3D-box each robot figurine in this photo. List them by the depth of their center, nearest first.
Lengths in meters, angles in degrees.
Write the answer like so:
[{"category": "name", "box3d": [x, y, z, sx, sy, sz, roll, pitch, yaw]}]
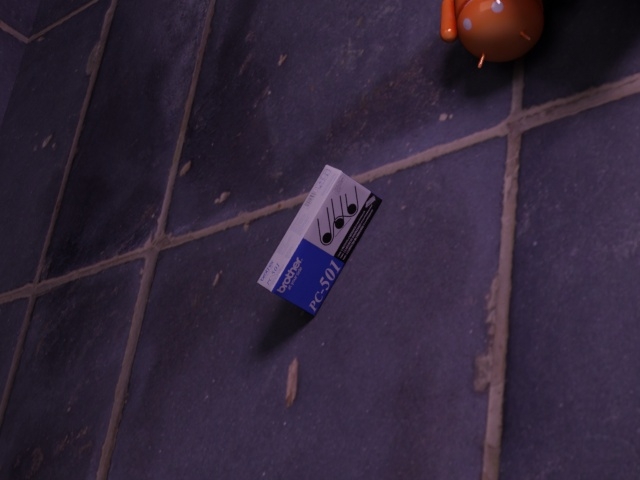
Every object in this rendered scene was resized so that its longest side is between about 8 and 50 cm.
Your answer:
[{"category": "robot figurine", "box3d": [0.256, -0.348, 1.665, 0.128, 0.158, 0.219, 95, 176, -55]}]

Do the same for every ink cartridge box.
[{"category": "ink cartridge box", "box3d": [0.000, 0.000, 1.737, 0.046, 0.097, 0.207, 28, 87, 52]}]
